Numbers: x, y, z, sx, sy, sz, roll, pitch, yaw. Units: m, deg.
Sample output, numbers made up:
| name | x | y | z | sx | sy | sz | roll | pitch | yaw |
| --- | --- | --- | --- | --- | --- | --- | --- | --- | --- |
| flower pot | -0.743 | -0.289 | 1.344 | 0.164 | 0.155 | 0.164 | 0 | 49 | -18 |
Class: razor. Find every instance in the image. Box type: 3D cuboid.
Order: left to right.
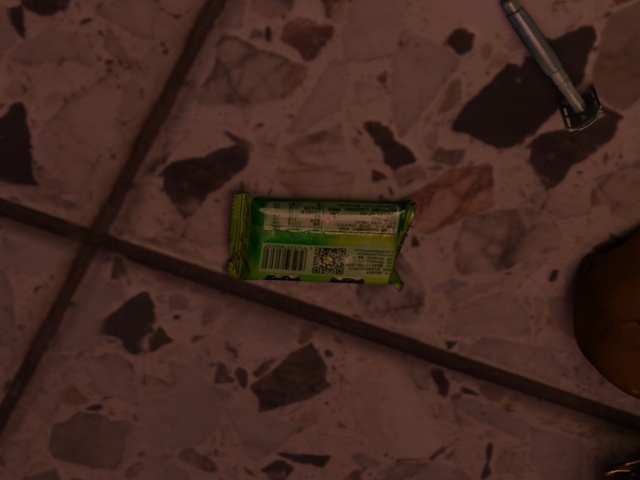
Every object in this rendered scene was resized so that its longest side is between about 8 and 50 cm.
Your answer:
| name | x | y | z | sx | sy | sz | roll | pitch | yaw |
| --- | --- | --- | --- | --- | --- | --- | --- | --- | --- |
| razor | 0.208 | -0.169 | 1.802 | 0.040 | 0.068 | 0.135 | -32 | 111 | 12 |

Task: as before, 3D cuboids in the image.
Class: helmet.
| name | x | y | z | sx | sy | sz | roll | pitch | yaw |
| --- | --- | --- | --- | --- | --- | --- | --- | --- | --- |
| helmet | 0.367 | 0.082 | 1.942 | 0.224 | 0.130 | 0.198 | -17 | 128 | 4 |

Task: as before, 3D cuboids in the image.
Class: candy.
| name | x | y | z | sx | sy | sz | roll | pitch | yaw |
| --- | --- | --- | --- | --- | --- | --- | --- | --- | --- |
| candy | 0.000 | -0.001 | 1.901 | 0.178 | 0.032 | 0.102 | 2 | 120 | -6 |

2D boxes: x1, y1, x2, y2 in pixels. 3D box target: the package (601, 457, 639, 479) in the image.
| name | x | y | z | sx | sy | sz | roll | pitch | yaw |
| --- | --- | --- | --- | --- | --- | --- | --- | --- | --- |
| package | 0.453 | 0.282 | 2.065 | 0.311 | 0.221 | 0.165 | -13 | 83 | -10 |
